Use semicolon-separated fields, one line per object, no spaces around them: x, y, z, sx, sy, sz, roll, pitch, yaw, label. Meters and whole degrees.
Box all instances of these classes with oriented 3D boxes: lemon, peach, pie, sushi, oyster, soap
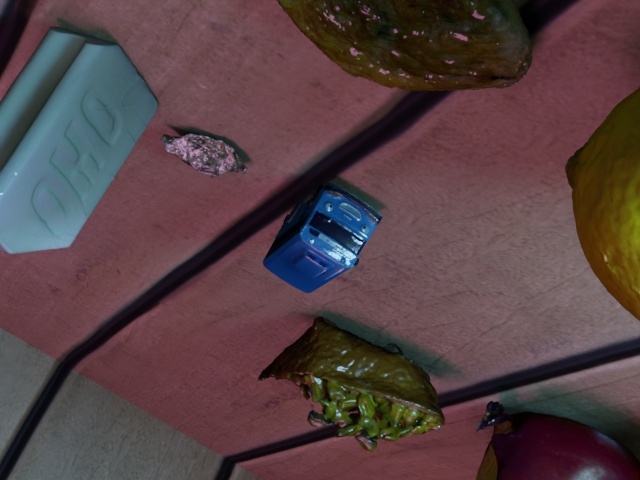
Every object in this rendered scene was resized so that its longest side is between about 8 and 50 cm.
0.351;-0.024;1.331;0.267;0.267;0.267;24;159;10;lemon
0.315;0.439;2.353;0.353;0.339;0.416;38;162;-25;peach
0.071;-0.215;1.463;0.277;0.078;0.277;26;161;10;pie
0.052;0.232;2.419;0.296;0.179;0.167;27;165;6;sushi
-0.150;-0.111;2.045;0.098;0.037;0.100;39;157;-30;oyster
-0.333;-0.107;1.926;0.095;0.289;0.173;18;157;30;soap

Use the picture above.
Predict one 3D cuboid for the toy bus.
0.000;0.000;2.027;0.090;0.106;0.185;33;159;-8;toy bus
